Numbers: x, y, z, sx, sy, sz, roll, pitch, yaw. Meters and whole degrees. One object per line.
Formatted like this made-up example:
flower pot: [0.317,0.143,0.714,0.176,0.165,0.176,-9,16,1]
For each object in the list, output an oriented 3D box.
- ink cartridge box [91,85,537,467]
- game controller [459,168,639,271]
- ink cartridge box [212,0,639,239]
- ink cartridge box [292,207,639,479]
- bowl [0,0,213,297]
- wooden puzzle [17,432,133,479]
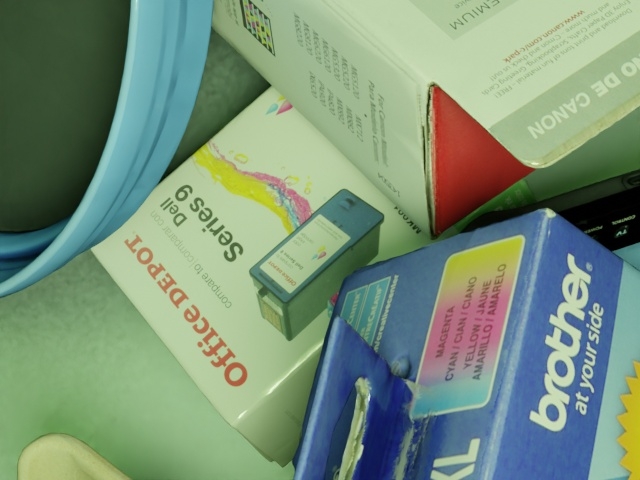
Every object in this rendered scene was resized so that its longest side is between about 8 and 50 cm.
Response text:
ink cartridge box: [0.000,0.000,1.003,0.212,0.093,0.154,-41,60,1]
game controller: [0.208,0.000,0.942,0.319,0.166,0.067,-18,69,-10]
ink cartridge box: [0.134,-0.154,0.930,0.309,0.130,0.272,-33,58,-18]
ink cartridge box: [0.120,0.171,0.798,0.395,0.151,0.270,30,60,-27]
bowl: [-0.215,-0.161,0.975,0.391,0.077,0.391,10,106,37]
wooden puzzle: [-0.074,0.240,0.919,0.238,0.221,0.044,28,40,29]
